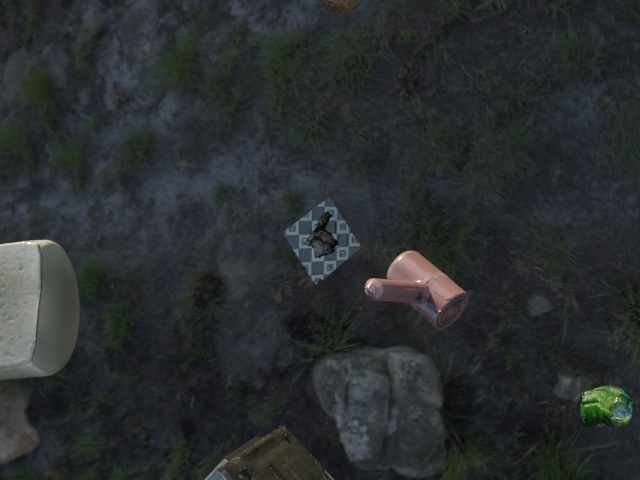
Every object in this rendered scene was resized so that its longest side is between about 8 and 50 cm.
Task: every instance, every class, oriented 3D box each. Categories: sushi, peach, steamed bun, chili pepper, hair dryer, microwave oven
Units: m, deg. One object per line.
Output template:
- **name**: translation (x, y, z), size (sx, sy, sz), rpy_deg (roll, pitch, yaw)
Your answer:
- **sushi**: translation (0.000, 0.000, 1.154), size (0.120, 0.126, 0.026), rpy_deg (-38, 19, -16)
- **peach**: translation (0.031, -0.421, 1.001), size (0.083, 0.083, 0.083), rpy_deg (-4, 82, 30)
- **steamed bun**: translation (-0.525, 0.127, 1.082), size (0.146, 0.164, 0.242), rpy_deg (-5, 73, 4)
- **chili pepper**: translation (0.635, 0.374, 1.342), size (0.060, 0.224, 0.098), rpy_deg (16, 77, 9)
- **hair dryer**: translation (0.214, 0.116, 1.559), size (0.210, 0.352, 0.125), rpy_deg (44, 112, 36)
- **microwave oven**: translation (-0.122, 0.605, 1.362), size (0.286, 0.355, 0.218), rpy_deg (44, 102, 16)
